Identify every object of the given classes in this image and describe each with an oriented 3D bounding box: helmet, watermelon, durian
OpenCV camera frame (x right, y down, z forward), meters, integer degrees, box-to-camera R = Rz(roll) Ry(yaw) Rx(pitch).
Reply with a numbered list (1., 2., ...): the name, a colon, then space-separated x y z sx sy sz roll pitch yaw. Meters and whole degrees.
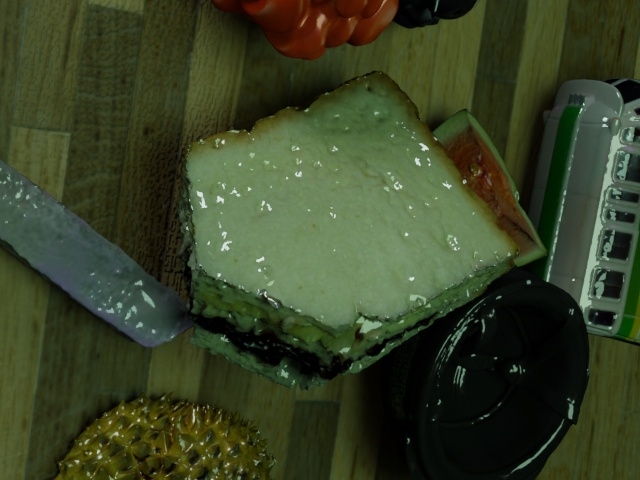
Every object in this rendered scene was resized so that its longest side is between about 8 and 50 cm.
1. helmet: 0.159 0.149 2.014 0.230 0.160 0.279 5 109 -37
2. watermelon: 0.155 -0.047 2.027 0.193 0.137 0.145 -6 62 -26
3. durian: -0.154 0.256 1.819 0.250 0.138 0.183 -43 128 -17

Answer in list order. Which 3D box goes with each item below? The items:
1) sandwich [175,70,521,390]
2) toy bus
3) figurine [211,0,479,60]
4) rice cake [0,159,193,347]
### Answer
1. sandwich: 0.000 -0.001 1.818 0.325 0.131 0.262 -26 70 -31
2. toy bus: 0.330 -0.041 2.123 0.179 0.143 0.305 10 92 -35
3. figurine: 0.059 -0.336 1.850 0.412 0.241 0.306 -13 129 -53
4. rice cake: -0.272 -0.013 1.727 0.399 0.064 0.070 40 83 -34
